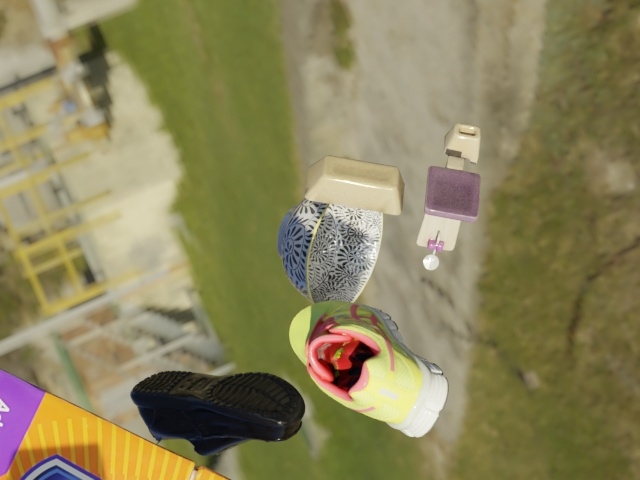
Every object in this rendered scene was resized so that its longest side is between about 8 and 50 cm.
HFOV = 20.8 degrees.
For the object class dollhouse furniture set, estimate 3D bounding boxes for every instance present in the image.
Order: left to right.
[{"bbox_3d":[0.046,-0.030,1.186,0.081,0.114,0.091,102,177,-48],"label":"dollhouse furniture set"}]

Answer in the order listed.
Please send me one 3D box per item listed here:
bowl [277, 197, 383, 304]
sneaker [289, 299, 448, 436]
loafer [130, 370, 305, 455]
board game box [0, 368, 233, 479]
[{"bbox_3d":[0.000,0.000,2.135,0.080,0.170,0.170,17,141,30],"label":"bowl"},{"bbox_3d":[0.021,0.093,1.474,0.094,0.081,0.208,22,-178,-33],"label":"sneaker"},{"bbox_3d":[-0.101,0.186,1.840,0.220,0.080,0.078,4,116,40],"label":"loafer"},{"bbox_3d":[-0.213,0.350,1.399,0.356,0.356,0.356,27,162,-12],"label":"board game box"}]
